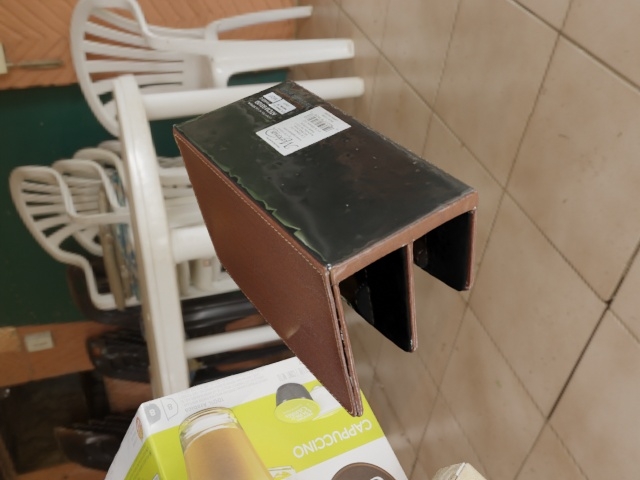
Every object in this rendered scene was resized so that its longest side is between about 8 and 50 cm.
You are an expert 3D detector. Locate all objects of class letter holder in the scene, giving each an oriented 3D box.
[{"bbox_3d":[0.000,0.000,0.664,0.302,0.152,0.214,41,151,44],"label":"letter holder"}]

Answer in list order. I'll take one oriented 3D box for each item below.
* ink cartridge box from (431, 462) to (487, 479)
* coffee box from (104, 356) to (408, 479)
[{"bbox_3d":[0.162,0.416,0.748,0.193,0.235,0.088,43,154,6],"label":"ink cartridge box"},{"bbox_3d":[-0.096,0.415,0.975,0.334,0.338,0.338,61,141,24],"label":"coffee box"}]
